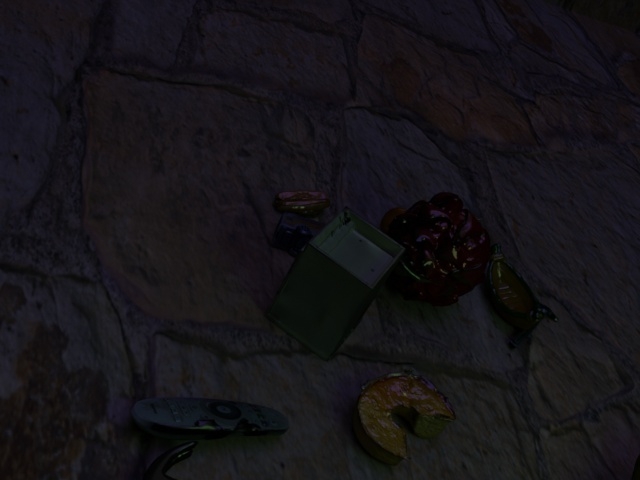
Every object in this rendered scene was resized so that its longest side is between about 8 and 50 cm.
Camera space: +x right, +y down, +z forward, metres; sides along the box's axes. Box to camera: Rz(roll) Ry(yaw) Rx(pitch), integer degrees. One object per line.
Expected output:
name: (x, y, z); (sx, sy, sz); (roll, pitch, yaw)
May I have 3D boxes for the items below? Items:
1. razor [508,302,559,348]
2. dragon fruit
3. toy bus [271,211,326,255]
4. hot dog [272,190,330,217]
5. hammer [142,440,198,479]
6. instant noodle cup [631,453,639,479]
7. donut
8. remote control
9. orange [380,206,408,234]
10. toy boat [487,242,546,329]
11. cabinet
razor: (0.448, 0.178, 1.729); (0.066, 0.033, 0.190); (42, 42, 17)
dragon fruit: (0.247, 0.005, 1.643); (0.234, 0.233, 0.293); (39, 48, 12)
toy bus: (0.000, 0.000, 1.637); (0.191, 0.064, 0.075); (18, 35, -12)
hot dog: (-0.038, -0.076, 1.720); (0.133, 0.041, 0.056); (-2, 47, -21)
hammer: (-0.051, 0.417, 1.177); (0.440, 0.044, 0.168); (20, 42, -11)
instant noodle cup: (0.633, 0.462, 1.373); (0.264, 0.264, 0.200); (33, 32, 6)
donut: (0.128, 0.298, 1.385); (0.181, 0.078, 0.146); (-28, 64, -39)
remote control: (-0.166, 0.276, 1.248); (0.256, 0.045, 0.097); (8, 15, -26)
orange: (0.171, -0.033, 1.765); (0.083, 0.070, 0.083); (19, 20, -7)
toy boat: (0.406, 0.104, 1.725); (0.089, 0.088, 0.229); (-7, 39, -16)
cabinet: (0.023, 0.074, 1.456); (0.150, 0.206, 0.145); (36, 40, 9)
